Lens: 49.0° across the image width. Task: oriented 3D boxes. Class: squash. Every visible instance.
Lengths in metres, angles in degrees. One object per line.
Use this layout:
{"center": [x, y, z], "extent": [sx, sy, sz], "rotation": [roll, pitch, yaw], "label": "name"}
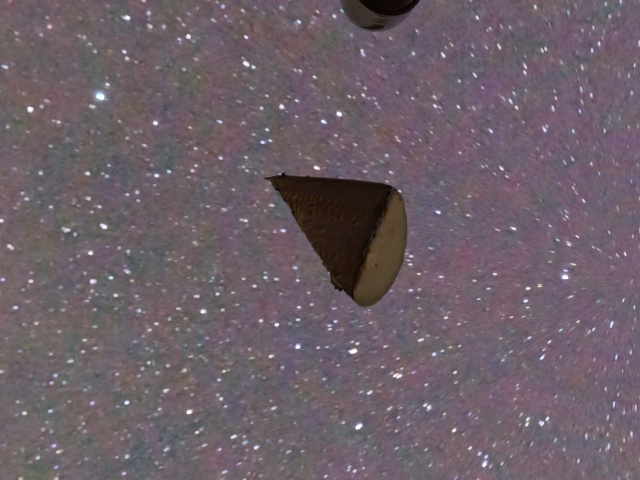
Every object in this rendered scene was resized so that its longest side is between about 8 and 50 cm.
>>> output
{"center": [0.000, 0.000, 1.019], "extent": [0.252, 0.093, 0.170], "rotation": [9, -109, 42], "label": "squash"}

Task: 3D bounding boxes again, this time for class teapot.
{"center": [0.049, -0.238, 0.598], "extent": [0.084, 0.080, 0.110], "rotation": [-25, -88, -13], "label": "teapot"}
